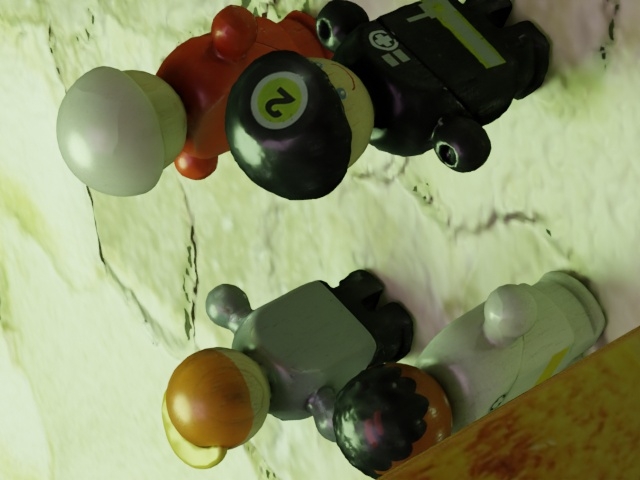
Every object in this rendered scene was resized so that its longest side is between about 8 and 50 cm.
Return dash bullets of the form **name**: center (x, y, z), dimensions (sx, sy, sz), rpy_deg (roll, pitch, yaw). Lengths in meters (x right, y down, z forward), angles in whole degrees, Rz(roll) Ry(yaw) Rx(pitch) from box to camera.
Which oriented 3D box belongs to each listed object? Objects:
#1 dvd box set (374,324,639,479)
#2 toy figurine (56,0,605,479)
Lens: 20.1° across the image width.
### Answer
- **dvd box set**: center (0.155, 0.154, 0.456), dimensions (0.062, 0.420, 0.307), rpy_deg (-39, 78, 50)
- **toy figurine**: center (0.000, 0.000, 0.789), dimensions (0.213, 0.148, 0.209), rpy_deg (4, 113, 50)
